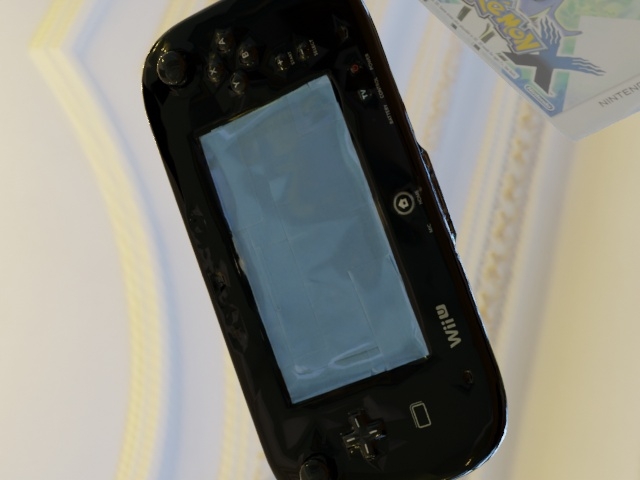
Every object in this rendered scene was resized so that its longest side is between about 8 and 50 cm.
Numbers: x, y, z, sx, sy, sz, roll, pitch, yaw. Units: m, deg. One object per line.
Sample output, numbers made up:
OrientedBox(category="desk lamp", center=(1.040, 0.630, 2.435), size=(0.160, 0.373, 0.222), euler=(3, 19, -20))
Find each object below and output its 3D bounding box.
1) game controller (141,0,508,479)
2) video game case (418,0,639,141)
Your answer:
OrientedBox(category="game controller", center=(0.000, 0.000, 0.915), size=(0.067, 0.166, 0.319), euler=(-14, -98, -52))
OrientedBox(category="video game case", center=(0.255, -0.259, 1.570), size=(0.329, 0.300, 0.036), euler=(40, -125, -18))
